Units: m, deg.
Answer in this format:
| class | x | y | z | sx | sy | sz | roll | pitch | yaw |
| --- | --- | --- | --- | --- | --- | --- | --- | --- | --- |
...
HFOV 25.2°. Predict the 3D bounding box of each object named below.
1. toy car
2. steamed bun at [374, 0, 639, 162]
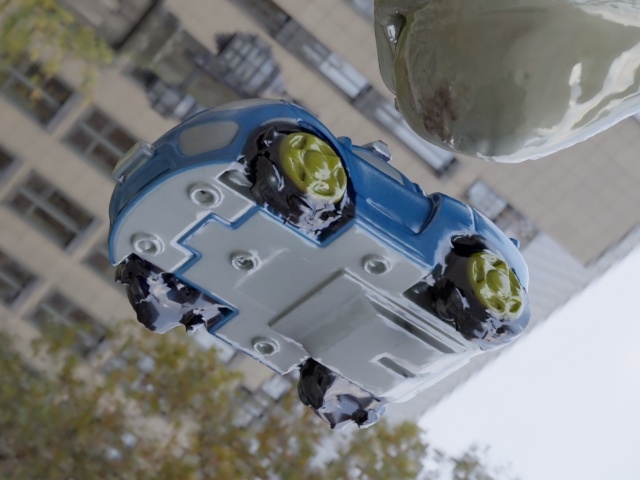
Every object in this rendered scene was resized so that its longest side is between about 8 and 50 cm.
| class | x | y | z | sx | sy | sz | roll | pitch | yaw |
| --- | --- | --- | --- | --- | --- | --- | --- | --- | --- |
| toy car | 0.000 | 0.000 | 1.016 | 0.198 | 0.314 | 0.166 | -39 | -151 | 39 |
| steamed bun | 0.187 | -0.229 | 1.170 | 0.324 | 0.219 | 0.310 | -23 | -158 | -3 |
